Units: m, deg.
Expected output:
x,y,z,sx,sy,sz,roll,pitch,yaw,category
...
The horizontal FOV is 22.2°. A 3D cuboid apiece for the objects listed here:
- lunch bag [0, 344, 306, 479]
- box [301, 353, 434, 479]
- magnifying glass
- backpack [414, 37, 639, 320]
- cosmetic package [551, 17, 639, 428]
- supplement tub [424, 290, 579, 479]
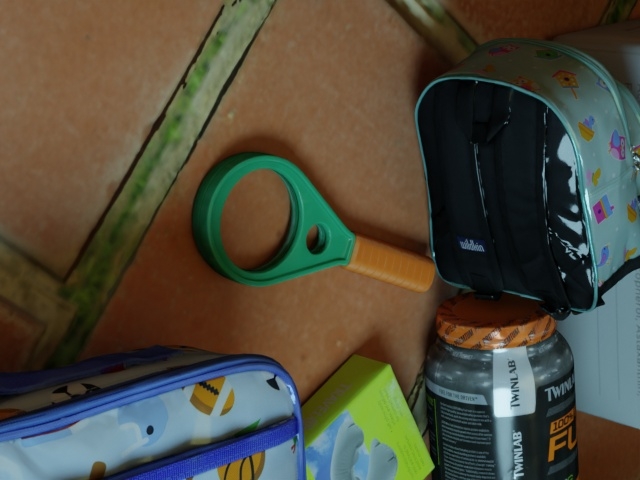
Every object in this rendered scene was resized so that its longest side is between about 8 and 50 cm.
x,y,z,sx,sy,sz,roll,pitch,yaw,category
-0.139,0.183,0.953,0.303,0.115,0.243,-12,105,-44,lunch bag
0.000,0.181,1.194,0.178,0.042,0.109,-43,124,-29,box
0.000,0.000,1.170,0.231,0.026,0.092,18,86,-42,magnifying glass
0.160,-0.059,1.205,0.144,0.166,0.188,-41,127,-31,backpack
0.434,-0.013,1.313,0.329,0.393,0.328,-14,108,-40,cosmetic package
0.141,0.141,1.265,0.117,0.117,0.190,-20,112,-39,supplement tub
